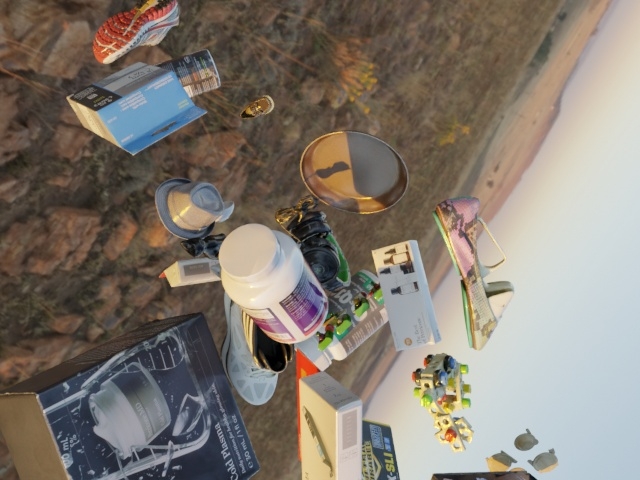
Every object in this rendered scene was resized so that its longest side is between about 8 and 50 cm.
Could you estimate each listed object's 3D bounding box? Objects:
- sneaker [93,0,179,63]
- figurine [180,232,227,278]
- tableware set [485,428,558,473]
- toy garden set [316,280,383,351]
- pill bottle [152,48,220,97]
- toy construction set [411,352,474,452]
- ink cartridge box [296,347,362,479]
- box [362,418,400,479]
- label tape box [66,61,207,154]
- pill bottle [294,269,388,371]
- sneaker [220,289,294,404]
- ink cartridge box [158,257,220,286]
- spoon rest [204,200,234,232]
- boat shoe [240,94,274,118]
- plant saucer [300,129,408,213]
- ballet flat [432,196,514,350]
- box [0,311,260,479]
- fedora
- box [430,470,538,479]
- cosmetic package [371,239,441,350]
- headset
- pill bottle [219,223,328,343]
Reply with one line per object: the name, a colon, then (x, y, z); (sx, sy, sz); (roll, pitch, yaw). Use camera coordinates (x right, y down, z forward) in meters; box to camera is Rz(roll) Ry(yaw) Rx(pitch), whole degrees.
sneaker: (-0.403, -0.463, 1.202); (0.225, 0.088, 0.093); (-41, 160, -14)
figurine: (-0.325, 0.062, 1.742); (0.092, 0.215, 0.209); (-58, 163, 11)
tableware set: (0.514, 0.563, 1.370); (0.168, 0.141, 0.020); (-38, -163, 13)
toy garden set: (0.079, 0.190, 1.502); (0.244, 0.049, 0.204); (-43, 179, 3)
pill bottle: (-0.459, -0.519, 1.730); (0.245, 0.130, 0.130); (-22, 157, -10)
toy construction set: (0.346, 0.440, 1.507); (0.327, 0.151, 0.215); (-36, 118, -73)
ink cartridge box: (-0.010, 0.409, 1.109); (0.066, 0.261, 0.296); (-10, 108, -30)
box: (0.152, 0.766, 1.798); (0.079, 0.257, 0.322); (-38, -139, 32)
label tape box: (-0.502, -0.372, 1.458); (0.240, 0.333, 0.106); (-39, 133, -24)
pill bottle: (0.075, 0.285, 1.877); (0.361, 0.204, 0.204); (-39, 162, -15)
sneaker: (-0.177, 0.340, 1.501); (0.169, 0.257, 0.448); (-11, 119, -17)
ink cartridge box: (-0.460, 0.134, 2.154); (0.308, 0.091, 0.385); (-7, 171, -28)
spoon rest: (-0.431, -0.090, 2.155); (0.276, 0.137, 0.084); (-74, 147, -55)
boat shoe: (-0.201, -0.412, 1.693); (0.049, 0.056, 0.152); (-43, -163, -32)
plant saucer: (0.097, -0.199, 1.530); (0.311, 0.310, 0.050); (104, 0, -52)
ballet flat: (0.216, 0.046, 0.727); (0.077, 0.079, 0.222); (-57, 131, -73)
box: (-0.475, 0.499, 1.371); (0.297, 0.480, 0.471); (-16, -174, 40)
fedora: (-0.451, -0.131, 1.953); (0.124, 0.244, 0.275); (-22, 169, 28)
box: (0.432, 0.614, 1.162); (0.295, 0.293, 0.073); (-151, -108, -67)
cosmetic package: (0.197, 0.126, 1.240); (0.098, 0.239, 0.060); (-18, 172, 28)
headset: (0.000, 0.000, 1.608); (0.185, 0.243, 0.394); (-29, 143, 17)
pill bottle: (-0.103, 0.096, 1.196); (0.181, 0.181, 0.323); (-54, 150, -17)
